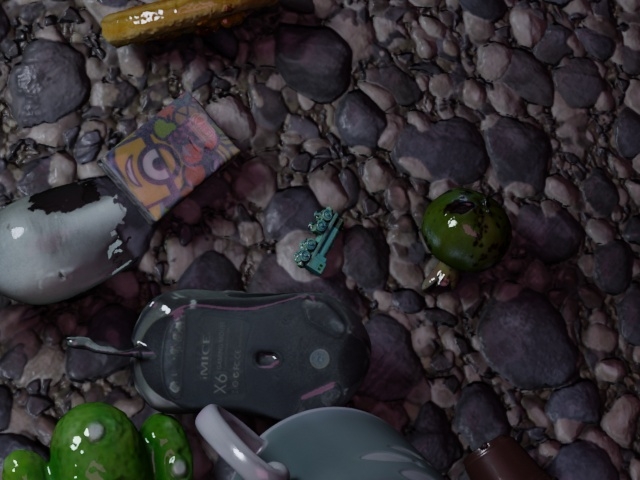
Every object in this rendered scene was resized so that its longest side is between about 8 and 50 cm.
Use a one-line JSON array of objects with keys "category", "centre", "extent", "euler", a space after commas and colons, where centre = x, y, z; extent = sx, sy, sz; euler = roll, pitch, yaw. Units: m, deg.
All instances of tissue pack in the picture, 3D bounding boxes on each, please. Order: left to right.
[{"category": "tissue pack", "centre": [-0.192, -0.104, 1.521], "extent": [0.148, 0.060, 0.108], "euler": [-41, 93, -20]}]

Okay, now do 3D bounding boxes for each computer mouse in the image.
[{"category": "computer mouse", "centre": [-0.122, 0.132, 1.474], "extent": [0.379, 0.090, 0.167], "euler": [6, 93, -16]}]

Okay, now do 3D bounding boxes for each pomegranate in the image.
[{"category": "pomegranate", "centre": [0.185, 0.004, 1.589], "extent": [0.122, 0.122, 0.161], "euler": [20, 113, -11]}]

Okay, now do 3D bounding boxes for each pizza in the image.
[{"category": "pizza", "centre": [-0.156, -0.292, 1.547], "extent": [0.246, 0.127, 0.058], "euler": [-19, 107, -26]}]

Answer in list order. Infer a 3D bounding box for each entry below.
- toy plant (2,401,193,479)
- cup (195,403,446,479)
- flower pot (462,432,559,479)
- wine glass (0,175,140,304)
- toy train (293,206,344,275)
[{"category": "toy plant", "centre": [-0.255, 0.342, 1.382], "extent": [0.224, 0.184, 0.316], "euler": [5, 62, -19]}, {"category": "cup", "centre": [0.005, 0.312, 1.342], "extent": [0.356, 0.274, 0.259], "euler": [43, 85, -16]}, {"category": "flower pot", "centre": [0.236, 0.301, 1.549], "extent": [0.111, 0.111, 0.089], "euler": [-27, 72, -18]}, {"category": "wine glass", "centre": [-0.376, 0.035, 1.407], "extent": [0.321, 0.143, 0.143], "euler": [-27, 88, -21]}, {"category": "toy train", "centre": [0.000, 0.000, 1.572], "extent": [0.045, 0.029, 0.092], "euler": [34, 71, -15]}]
